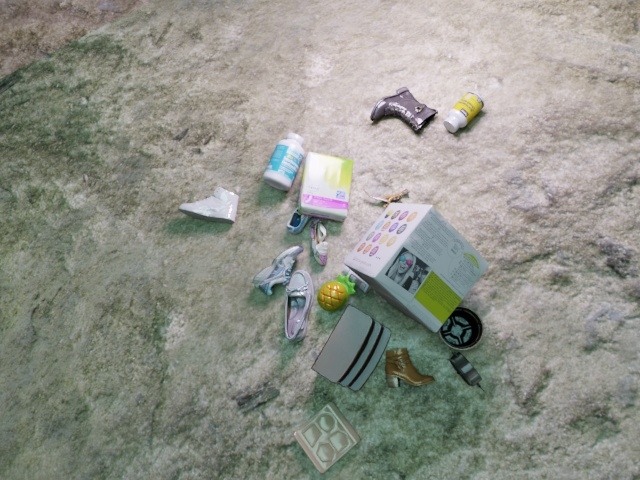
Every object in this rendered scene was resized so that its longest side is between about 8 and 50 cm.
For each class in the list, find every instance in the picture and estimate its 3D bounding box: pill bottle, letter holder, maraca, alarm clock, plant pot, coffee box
[{"bbox_3d":[0.168,0.160,1.835,0.137,0.078,0.078,38,85,19],"label":"pill bottle"},{"bbox_3d":[0.140,0.451,1.721,0.215,0.152,0.301,29,82,17],"label":"letter holder"},{"bbox_3d":[0.657,-0.590,1.927,0.103,0.103,0.184,42,87,20],"label":"pill bottle"},{"bbox_3d":[0.068,0.230,1.820,0.186,0.099,0.127,-42,83,9],"label":"maraca"},{"bbox_3d":[0.572,0.516,1.613,0.064,0.129,0.192,-41,70,-1],"label":"alarm clock"},{"bbox_3d":[0.544,0.350,1.649,0.167,0.165,0.166,-3,74,11],"label":"plant pot"},{"bbox_3d":[0.355,0.085,1.610,0.338,0.338,0.334,41,85,-16],"label":"coffee box"},{"bbox_3d":[-0.169,-0.386,2.032,0.147,0.146,0.263,19,80,17],"label":"pill bottle"}]

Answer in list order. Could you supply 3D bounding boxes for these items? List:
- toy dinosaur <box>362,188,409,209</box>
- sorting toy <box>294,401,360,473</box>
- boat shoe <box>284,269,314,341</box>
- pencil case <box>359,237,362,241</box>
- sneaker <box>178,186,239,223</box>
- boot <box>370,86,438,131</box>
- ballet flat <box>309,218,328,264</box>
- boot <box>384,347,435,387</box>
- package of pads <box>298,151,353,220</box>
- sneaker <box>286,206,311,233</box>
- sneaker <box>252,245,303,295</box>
[{"bbox_3d":[0.306,-0.190,1.923,0.212,0.064,0.112,-6,55,2],"label":"toy dinosaur"},{"bbox_3d":[0.026,0.803,1.708,0.208,0.038,0.193,-40,70,-5],"label":"sorting toy"},{"bbox_3d":[-0.103,0.284,1.847,0.118,0.103,0.319,5,75,14],"label":"boat shoe"},{"bbox_3d":[0.277,0.028,1.846,0.210,0.095,0.098,0,49,11],"label":"pencil case"},{"bbox_3d":[-0.551,-0.189,2.091,0.293,0.108,0.168,10,75,5],"label":"sneaker"},{"bbox_3d":[0.397,-0.604,1.996,0.263,0.091,0.228,-36,69,-2],"label":"boot"},{"bbox_3d":[0.000,0.000,1.914,0.079,0.077,0.221,-34,58,47],"label":"ballet flat"},{"bbox_3d":[0.360,0.514,1.695,0.198,0.073,0.152,-5,69,8],"label":"boot"},{"bbox_3d":[0.020,-0.251,1.939,0.230,0.101,0.296,10,75,-8],"label":"package of pads"},{"bbox_3d":[-0.079,-0.138,1.974,0.085,0.086,0.237,27,80,20],"label":"sneaker"},{"bbox_3d":[-0.172,0.139,1.919,0.283,0.110,0.122,-43,82,5],"label":"sneaker"}]
